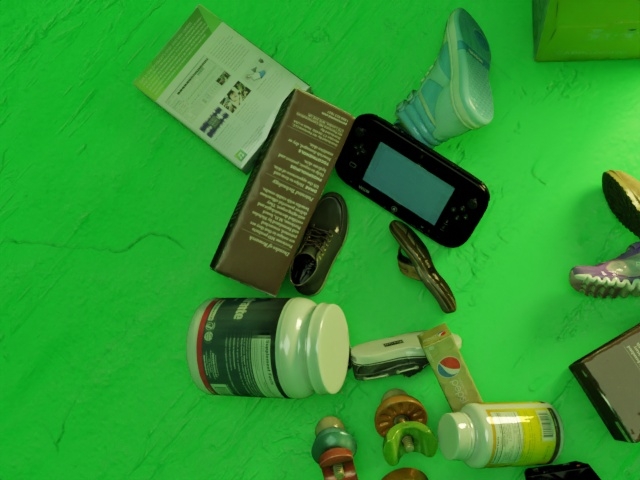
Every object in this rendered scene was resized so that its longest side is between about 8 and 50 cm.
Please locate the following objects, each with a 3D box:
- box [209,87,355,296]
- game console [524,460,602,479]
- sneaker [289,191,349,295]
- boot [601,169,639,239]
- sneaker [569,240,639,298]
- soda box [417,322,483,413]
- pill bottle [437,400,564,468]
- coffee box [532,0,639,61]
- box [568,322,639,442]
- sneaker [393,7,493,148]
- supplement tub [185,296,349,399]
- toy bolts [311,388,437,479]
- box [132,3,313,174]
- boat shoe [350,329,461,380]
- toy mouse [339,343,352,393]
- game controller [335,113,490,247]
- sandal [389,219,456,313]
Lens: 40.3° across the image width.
[{"bbox_3d":[-0.080,-0.090,1.712,0.143,0.191,0.382,26,86,-9],"label":"box"},{"bbox_3d":[0.353,0.535,1.606,0.361,0.044,0.213,-13,97,13],"label":"game console"},{"bbox_3d":[0.000,0.000,1.743,0.083,0.118,0.222,14,81,10],"label":"sneaker"},{"bbox_3d":[0.716,-0.087,1.679,0.269,0.089,0.236,-22,54,-9],"label":"boot"},{"bbox_3d":[0.595,0.053,1.672,0.236,0.095,0.105,0,72,3],"label":"sneaker"},{"bbox_3d":[0.248,0.251,1.648,0.061,0.058,0.181,-26,109,3],"label":"soda box"},{"bbox_3d":[0.327,0.355,1.592,0.214,0.117,0.117,3,78,-20],"label":"pill bottle"},{"bbox_3d":[0.585,-0.556,1.658,0.337,0.338,0.335,-1,80,8],"label":"coffee box"},{"bbox_3d":[0.594,0.245,1.590,0.203,0.167,0.168,-30,77,1],"label":"box"},{"bbox_3d":[0.236,-0.323,1.775,0.208,0.127,0.319,-29,39,37],"label":"sneaker"},{"bbox_3d":[-0.100,0.203,1.657,0.272,0.191,0.191,-1,79,21],"label":"supplement tub"},{"bbox_3d":[0.097,0.403,1.672,0.228,0.158,0.218,-9,118,-4],"label":"toy bolts"},{"bbox_3d":[-0.210,-0.326,1.868,0.322,0.058,0.232,39,86,11],"label":"box"},{"bbox_3d":[0.168,0.228,1.706,0.219,0.078,0.070,-8,111,-2],"label":"boat shoe"},{"bbox_3d":[0.012,0.243,1.739,0.161,0.031,0.143,-32,76,1],"label":"toy mouse"},{"bbox_3d":[0.178,-0.118,1.736,0.319,0.067,0.166,34,120,11],"label":"game controller"},{"bbox_3d":[0.194,0.057,1.736,0.060,0.090,0.219,-35,83,22],"label":"sandal"}]
